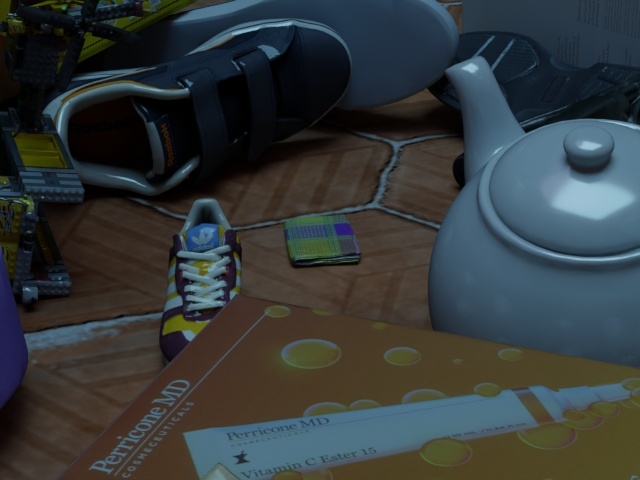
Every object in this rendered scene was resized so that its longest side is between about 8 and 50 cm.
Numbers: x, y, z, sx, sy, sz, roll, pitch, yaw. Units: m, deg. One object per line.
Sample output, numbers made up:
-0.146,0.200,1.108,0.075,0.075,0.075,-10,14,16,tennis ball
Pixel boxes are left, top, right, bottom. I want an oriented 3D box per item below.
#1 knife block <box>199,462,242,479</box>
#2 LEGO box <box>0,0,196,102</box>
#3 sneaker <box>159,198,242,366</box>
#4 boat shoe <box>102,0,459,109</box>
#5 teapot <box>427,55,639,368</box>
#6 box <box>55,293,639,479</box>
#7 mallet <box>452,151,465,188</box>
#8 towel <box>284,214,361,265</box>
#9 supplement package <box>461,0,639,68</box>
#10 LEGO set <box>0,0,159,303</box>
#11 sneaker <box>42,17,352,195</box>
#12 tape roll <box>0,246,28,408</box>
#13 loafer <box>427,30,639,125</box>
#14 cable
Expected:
-0.119,0.236,0.652,0.088,0.276,0.242,35,11,18,knife block
-0.336,-0.281,1.658,0.372,0.193,0.500,-7,20,33,LEGO box
-0.091,0.035,1.232,0.069,0.084,0.185,-4,26,-6,sneaker
-0.029,-0.200,1.668,0.367,0.136,0.156,-7,17,18,boat shoe
0.190,0.005,1.113,0.256,0.187,0.252,6,44,15,teapot
0.068,0.172,0.850,0.345,0.168,0.215,9,28,21,box
0.212,-0.048,1.448,0.189,0.039,0.062,20,37,30,mallet
0.000,0.000,1.383,0.060,0.009,0.083,-5,26,-6,towel
0.304,-0.246,1.651,0.198,0.199,0.262,-21,32,-35,supplement package
-0.292,-0.093,1.285,0.255,0.331,0.192,10,22,-25,LEGO set
-0.111,-0.116,1.501,0.321,0.126,0.127,-16,25,-11,sneaker
-0.346,0.074,1.119,0.275,0.090,0.275,-8,23,3,tape roll
0.221,-0.124,1.564,0.302,0.095,0.109,21,64,46,loafer
0.254,-0.098,1.394,0.287,0.072,0.139,-26,19,-34,cable
